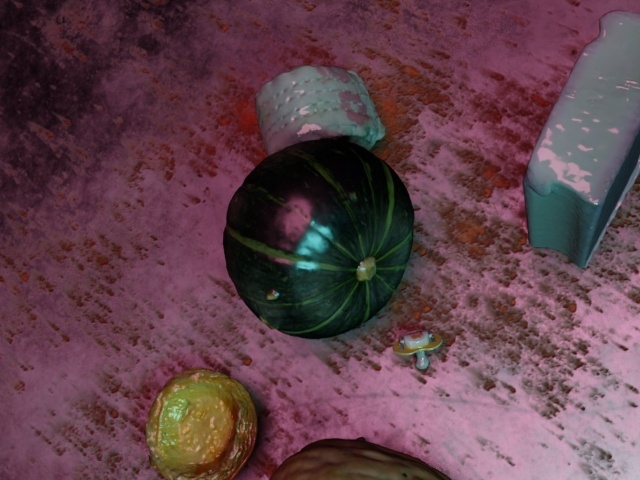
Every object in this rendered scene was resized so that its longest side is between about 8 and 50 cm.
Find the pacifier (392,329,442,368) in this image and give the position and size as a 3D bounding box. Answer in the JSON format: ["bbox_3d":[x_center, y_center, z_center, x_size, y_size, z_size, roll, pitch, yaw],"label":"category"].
[{"bbox_3d":[0.161,0.180,1.386,0.083,0.068,0.064,-13,105,-2],"label":"pacifier"}]

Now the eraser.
[{"bbox_3d":[0.402,-0.131,1.228,0.122,0.359,0.272,28,85,21],"label":"eraser"}]

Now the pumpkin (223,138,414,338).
[{"bbox_3d":[0.000,0.000,1.344,0.241,0.323,0.323,26,83,50],"label":"pumpkin"}]

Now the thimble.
[{"bbox_3d":[-0.002,-0.208,1.465,0.210,0.185,0.149,-16,71,-5],"label":"thimble"}]

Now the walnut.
[{"bbox_3d":[0.076,0.440,1.200,0.343,0.306,0.306,9,78,9],"label":"walnut"}]

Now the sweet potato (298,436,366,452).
[{"bbox_3d":[-0.024,0.392,1.375,0.081,0.062,0.233,44,87,4],"label":"sweet potato"}]

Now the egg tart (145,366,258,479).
[{"bbox_3d":[-0.195,0.321,1.421,0.212,0.090,0.213,-8,63,17],"label":"egg tart"}]
